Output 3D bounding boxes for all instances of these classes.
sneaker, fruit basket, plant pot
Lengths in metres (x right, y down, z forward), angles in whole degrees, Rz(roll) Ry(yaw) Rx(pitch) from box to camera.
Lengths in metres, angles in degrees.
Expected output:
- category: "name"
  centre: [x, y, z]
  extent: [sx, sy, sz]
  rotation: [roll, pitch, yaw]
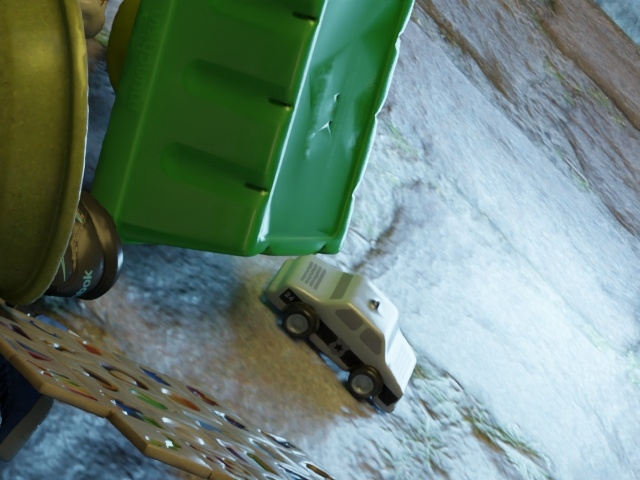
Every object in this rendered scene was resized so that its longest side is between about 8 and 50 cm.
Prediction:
- category: "sneaker"
  centre: [-0.274, -0.063, 1.440]
  extent: [0.267, 0.101, 0.106]
  rotation: [54, 30, 13]
- category: "sneaker"
  centre: [-0.249, 0.105, 1.303]
  extent: [0.084, 0.058, 0.152]
  rotation: [35, 36, -11]
- category: "fruit basket"
  centre: [-0.115, -0.179, 1.621]
  extent: [0.283, 0.392, 0.392]
  rotation: [-1, 54, -57]
- category: "plant pot"
  centre: [-0.337, -0.092, 1.219]
  extent: [0.254, 0.276, 0.276]
  rotation: [2, 48, -27]

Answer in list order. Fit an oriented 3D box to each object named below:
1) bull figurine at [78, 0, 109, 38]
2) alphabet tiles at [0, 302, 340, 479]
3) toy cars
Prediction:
- category: "bull figurine"
  centre: [-0.271, -0.322, 1.778]
  extent: [0.188, 0.101, 0.310]
  rotation: [47, 28, -9]
- category: "alphabet tiles"
  centre: [-0.104, 0.136, 1.241]
  extent: [0.342, 0.011, 0.285]
  rotation: [28, 1, -36]
- category: "toy cars"
  centre: [0.000, 0.000, 1.766]
  extent: [0.176, 0.087, 0.393]
  rotation: [12, 44, -48]
